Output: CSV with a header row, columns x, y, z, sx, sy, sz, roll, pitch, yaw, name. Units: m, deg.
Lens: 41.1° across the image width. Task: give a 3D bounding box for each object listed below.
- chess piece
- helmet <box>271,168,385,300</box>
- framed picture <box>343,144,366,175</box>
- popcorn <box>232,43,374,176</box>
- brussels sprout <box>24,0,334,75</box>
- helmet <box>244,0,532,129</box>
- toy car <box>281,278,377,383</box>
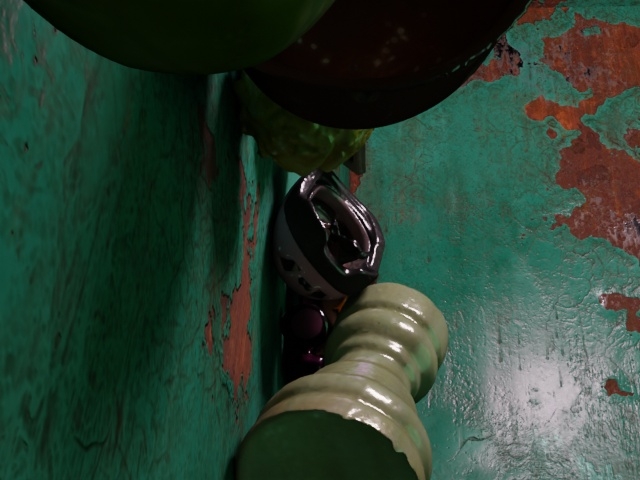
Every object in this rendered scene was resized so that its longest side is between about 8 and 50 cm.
x,y,z,sx,sy,sz,roll,pitch,yaw,name
0.066,0.222,1.204,0.442,0.234,0.234,-51,142,-64,chess piece
0.000,0.000,1.381,0.198,0.154,0.253,46,13,-20,helmet
0.005,-0.296,1.434,0.240,0.020,0.324,44,-35,47,framed picture
-0.023,-0.180,1.072,0.198,0.212,0.198,-19,119,-37,popcorn
-0.056,-0.231,0.348,0.328,0.247,0.328,-167,-90,-83,brussels sprout
0.040,-0.239,0.867,0.230,0.337,0.385,93,19,-64,helmet
0.063,0.138,1.560,0.271,0.240,0.341,79,15,-72,toy car
